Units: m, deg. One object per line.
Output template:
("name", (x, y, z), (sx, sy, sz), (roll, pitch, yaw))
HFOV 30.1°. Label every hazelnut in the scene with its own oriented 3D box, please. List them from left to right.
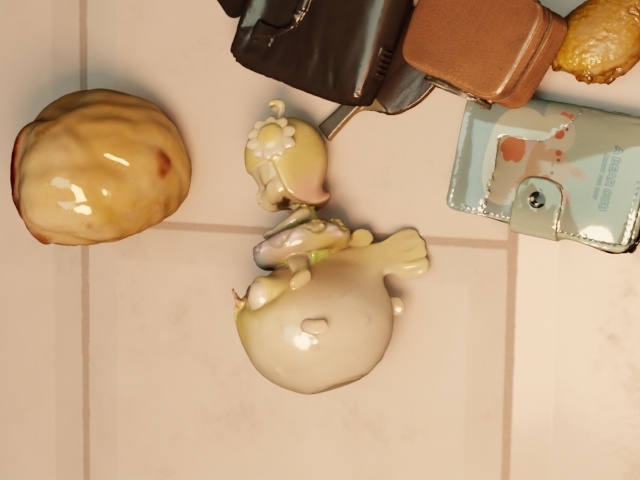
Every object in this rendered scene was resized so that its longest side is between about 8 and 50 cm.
("hazelnut", (-0.312, -0.092, 1.695), (0.261, 0.261, 0.241), (-2, 126, 23))

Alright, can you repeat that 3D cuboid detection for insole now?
("insole", (-0.149, -0.384, 1.692), (0.053, 0.002, 0.152), (-35, 81, 22))

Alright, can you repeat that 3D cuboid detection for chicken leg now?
("chicken leg", (0.381, -0.284, 1.433), (0.251, 0.087, 0.107), (-44, 74, 18))

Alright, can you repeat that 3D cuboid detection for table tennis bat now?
("table tennis bat", (0.078, -0.219, 1.603), (0.220, 0.019, 0.130), (-44, 77, 19))

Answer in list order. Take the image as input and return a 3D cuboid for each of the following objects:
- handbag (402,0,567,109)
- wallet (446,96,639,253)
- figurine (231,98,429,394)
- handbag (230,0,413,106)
("handbag", (0.195, -0.248, 1.475), (0.193, 0.072, 0.151), (35, 105, 39))
("wallet", (0.293, -0.089, 1.497), (0.250, 0.075, 0.176), (14, 95, 21))
("figurine", (0.000, 0.000, 1.599), (0.275, 0.226, 0.394), (-13, 78, -7))
("handbag", (0.014, -0.332, 1.576), (0.244, 0.088, 0.275), (24, 104, 28))
